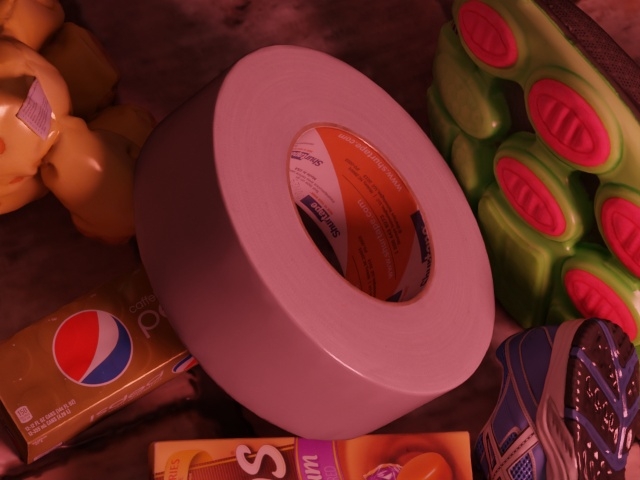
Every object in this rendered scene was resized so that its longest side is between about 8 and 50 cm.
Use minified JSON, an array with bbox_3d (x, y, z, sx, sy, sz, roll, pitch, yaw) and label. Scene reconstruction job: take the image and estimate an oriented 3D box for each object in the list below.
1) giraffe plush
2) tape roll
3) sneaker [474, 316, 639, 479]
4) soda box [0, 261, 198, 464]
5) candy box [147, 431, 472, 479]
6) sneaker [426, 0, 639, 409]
[{"bbox_3d":[-0.204,-0.041,0.909,0.170,0.210,0.181,-35,94,14],"label":"giraffe plush"},{"bbox_3d":[0.000,0.000,0.902,0.219,0.072,0.219,30,43,-34],"label":"tape roll"},{"bbox_3d":[0.135,0.151,0.935,0.080,0.081,0.211,15,80,-40],"label":"sneaker"},{"bbox_3d":[-0.108,0.055,0.930,0.181,0.058,0.061,-30,78,-20],"label":"soda box"},{"bbox_3d":[-0.004,0.169,0.909,0.186,0.053,0.109,-1,70,-9],"label":"candy box"},{"bbox_3d":[0.266,0.010,0.978,0.483,0.185,0.202,41,50,3],"label":"sneaker"}]
